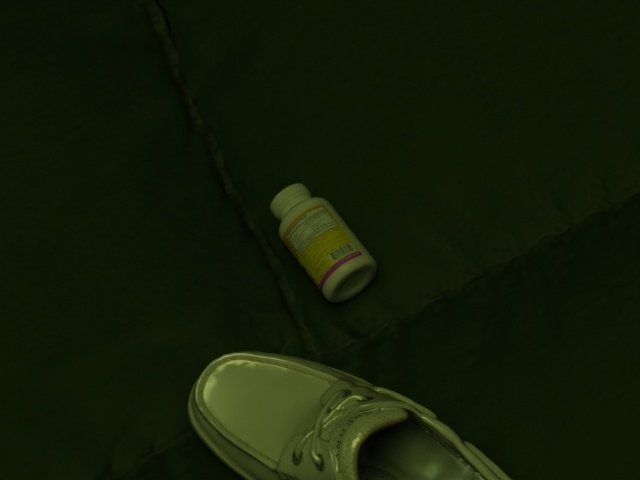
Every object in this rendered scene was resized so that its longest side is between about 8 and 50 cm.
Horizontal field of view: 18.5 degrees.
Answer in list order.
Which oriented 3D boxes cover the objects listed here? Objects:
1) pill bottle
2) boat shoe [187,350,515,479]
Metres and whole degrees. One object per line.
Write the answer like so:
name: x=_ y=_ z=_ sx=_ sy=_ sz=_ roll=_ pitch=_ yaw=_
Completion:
pill bottle: x=0.000 y=0.000 z=1.363 sx=0.043 sy=0.043 sz=0.083 roll=-35 pitch=64 yaw=-5
boat shoe: x=0.031 y=0.134 z=1.267 sx=0.277 sy=0.096 sz=0.098 roll=23 pitch=73 yaw=20
